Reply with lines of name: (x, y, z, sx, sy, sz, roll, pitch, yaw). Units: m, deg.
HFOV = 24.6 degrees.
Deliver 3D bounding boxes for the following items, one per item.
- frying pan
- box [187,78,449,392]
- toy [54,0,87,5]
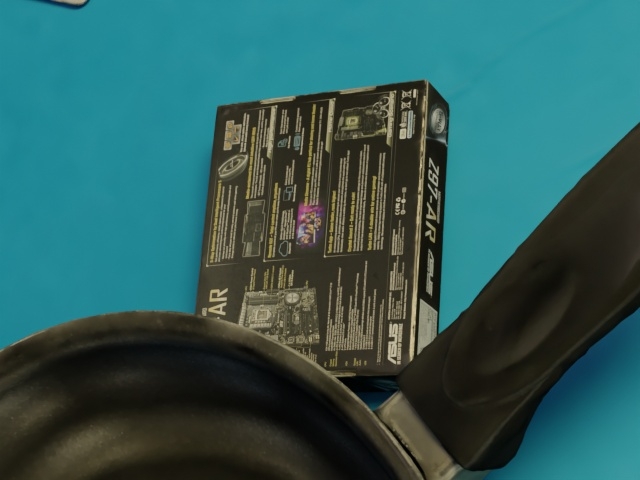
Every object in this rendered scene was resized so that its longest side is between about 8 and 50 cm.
frying pan: (-0.018, 0.059, 0.363, 0.197, 0.053, 0.326, 26, 88, 29)
box: (0.000, 0.000, 0.405, 0.067, 0.018, 0.083, -5, 69, 25)
toy: (-0.160, -0.177, 0.529, 0.237, 0.056, 0.137, 17, 81, 30)
